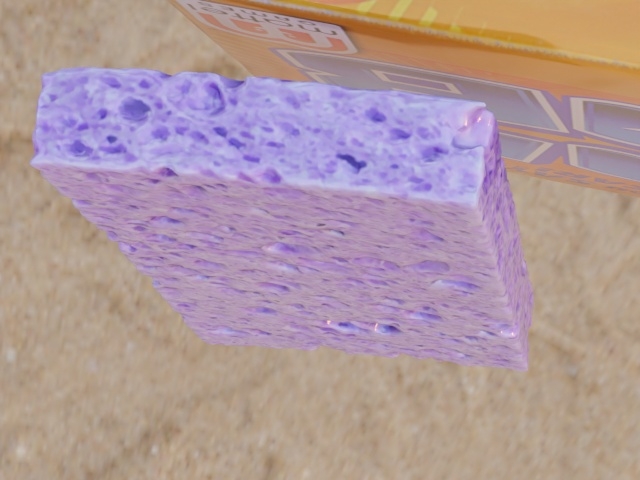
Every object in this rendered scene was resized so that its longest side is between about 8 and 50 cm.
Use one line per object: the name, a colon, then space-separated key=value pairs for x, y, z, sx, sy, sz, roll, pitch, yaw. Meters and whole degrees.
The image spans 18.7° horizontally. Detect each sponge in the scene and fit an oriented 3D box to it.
sponge: x=0.000 y=0.000 z=0.578 sx=0.117 sy=0.210 sz=0.031 roll=5 pitch=76 yaw=11

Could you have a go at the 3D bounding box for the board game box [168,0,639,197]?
board game box: x=0.178 y=-0.201 z=0.717 sx=0.356 sy=0.356 sz=0.356 roll=11 pitch=87 yaw=9
